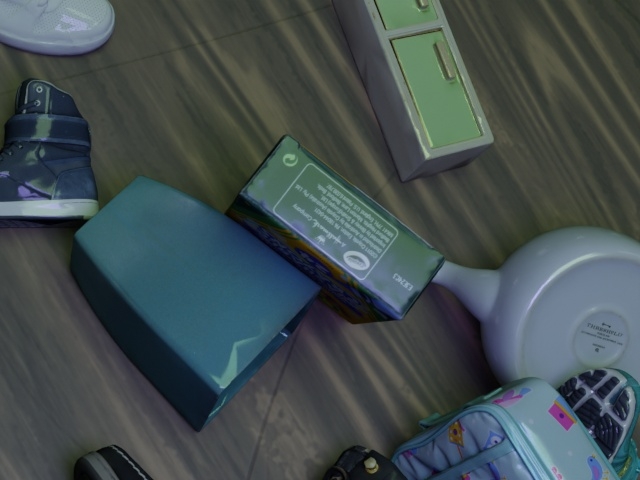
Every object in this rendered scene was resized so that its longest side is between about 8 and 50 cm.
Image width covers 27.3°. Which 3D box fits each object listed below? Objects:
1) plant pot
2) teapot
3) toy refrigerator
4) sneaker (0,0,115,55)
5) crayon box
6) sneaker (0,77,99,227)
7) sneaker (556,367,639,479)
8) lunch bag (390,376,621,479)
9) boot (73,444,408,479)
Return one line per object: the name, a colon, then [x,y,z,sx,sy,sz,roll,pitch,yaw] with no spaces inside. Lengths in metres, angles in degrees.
plant pot: [-0.154,0.056,1.441,0.234,0.165,0.165,41,65,5]
teapot: [0.297,0.088,1.574,0.253,0.187,0.256,-30,111,-6]
toy refrigerator: [0.114,-0.221,1.653,0.102,0.094,0.269,-15,78,-22]
sneaker: [-0.362,-0.312,1.482,0.293,0.169,0.108,19,66,-14]
crayon box: [0.000,0.000,1.435,0.203,0.323,0.083,38,82,-4]
sneaker: [-0.358,-0.096,1.448,0.226,0.086,0.163,-2,84,-29]
sneaker: [0.311,0.241,1.494,0.110,0.275,0.107,-15,46,-24]
lunch bag: [0.193,0.274,1.422,0.108,0.279,0.224,-29,81,-33]
boot: [-0.053,0.316,1.400,0.284,0.138,0.377,-36,75,-31]
